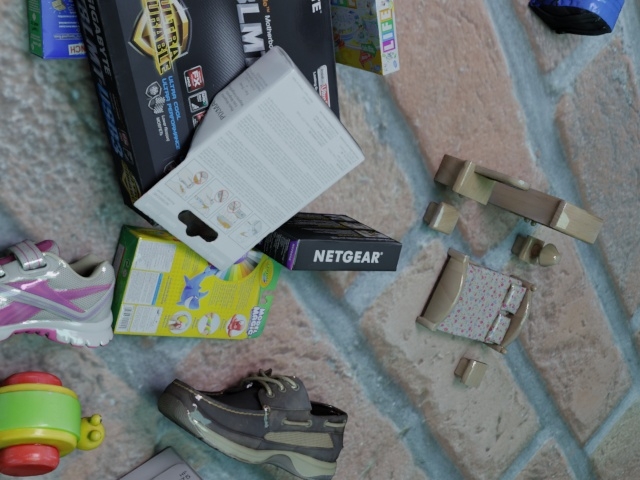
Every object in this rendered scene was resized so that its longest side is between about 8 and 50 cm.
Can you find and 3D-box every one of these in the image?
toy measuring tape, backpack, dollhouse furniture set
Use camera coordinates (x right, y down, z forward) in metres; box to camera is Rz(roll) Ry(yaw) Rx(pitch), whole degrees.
[{"bbox_3d":[-0.379,0.194,0.900,0.330,0.121,0.121,20,96,-41],"label":"toy measuring tape"},{"bbox_3d":[0.401,-0.373,1.254,0.098,0.120,0.101,18,97,-40],"label":"backpack"},{"bbox_3d":[0.278,0.083,1.320,0.303,0.174,0.355,19,96,-40],"label":"dollhouse furniture set"}]

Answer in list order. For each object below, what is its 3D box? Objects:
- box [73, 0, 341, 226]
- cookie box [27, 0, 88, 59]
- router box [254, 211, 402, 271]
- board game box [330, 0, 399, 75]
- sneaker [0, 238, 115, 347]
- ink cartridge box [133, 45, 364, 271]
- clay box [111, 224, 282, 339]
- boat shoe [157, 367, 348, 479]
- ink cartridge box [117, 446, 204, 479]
[{"bbox_3d":[-0.113,-0.205,0.935,0.293,0.073,0.295,-28,132,-29],"label":"box"},{"bbox_3d":[-0.257,-0.248,0.858,0.092,0.040,0.107,-11,116,-36],"label":"cookie box"},{"bbox_3d":[0.000,0.000,1.099,0.179,0.133,0.046,2,107,-37],"label":"router box"},{"bbox_3d":[0.034,-0.267,0.997,0.026,0.154,0.103,-24,121,-27],"label":"board game box"},{"bbox_3d":[-0.337,0.048,0.894,0.252,0.103,0.111,9,99,-46],"label":"sneaker"},{"bbox_3d":[-0.084,-0.088,0.963,0.232,0.066,0.189,-36,141,8],"label":"ink cartridge box"},{"bbox_3d":[-0.160,0.059,1.055,0.222,0.053,0.127,9,103,-41],"label":"clay box"},{"bbox_3d":[-0.085,0.242,1.158,0.355,0.132,0.130,36,76,-49],"label":"boat shoe"},{"bbox_3d":[-0.202,0.469,1.100,0.198,0.197,0.270,-30,124,-25],"label":"ink cartridge box"}]
